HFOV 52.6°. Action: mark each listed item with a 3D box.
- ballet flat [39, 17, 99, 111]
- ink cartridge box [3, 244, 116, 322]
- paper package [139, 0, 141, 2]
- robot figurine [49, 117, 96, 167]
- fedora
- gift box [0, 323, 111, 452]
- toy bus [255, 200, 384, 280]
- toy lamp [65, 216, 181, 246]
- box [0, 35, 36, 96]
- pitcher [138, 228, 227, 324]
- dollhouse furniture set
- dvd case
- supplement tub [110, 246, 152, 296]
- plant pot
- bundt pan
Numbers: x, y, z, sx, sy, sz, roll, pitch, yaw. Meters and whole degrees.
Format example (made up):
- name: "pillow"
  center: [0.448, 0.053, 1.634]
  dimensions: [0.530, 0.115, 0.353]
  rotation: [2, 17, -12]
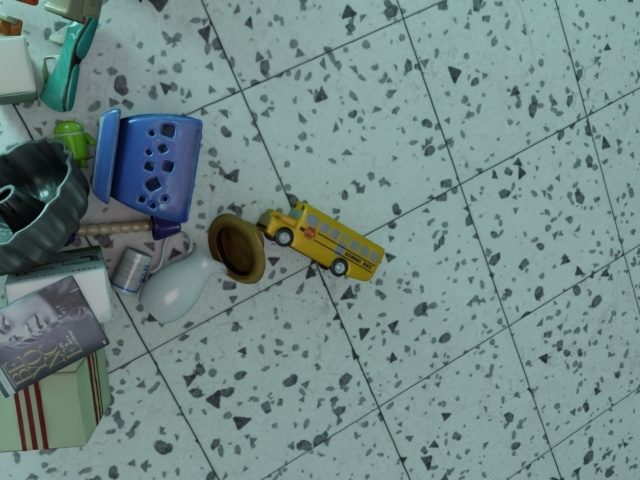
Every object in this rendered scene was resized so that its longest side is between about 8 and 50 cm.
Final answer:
- name: "ballet flat"
  center: [-0.572, -0.414, 1.452]
  dimensions: [0.087, 0.083, 0.247]
  rotation: [18, 91, -9]
- name: "ink cartridge box"
  center: [-0.572, 0.104, 1.431]
  dimensions: [0.201, 0.278, 0.117]
  rotation: [-10, 103, -20]
- name: "paper package"
  center: [-0.438, -0.754, 1.397]
  dimensions: [0.324, 0.168, 0.310]
  rotation: [34, 85, -22]
- name: "robot figurine"
  center: [-0.573, -0.222, 1.489]
  dimensions: [0.101, 0.067, 0.115]
  rotation: [-20, 108, -46]
- name: "fedora"
  center: [-0.197, 0.014, 1.650]
  dimensions: [0.079, 0.194, 0.194]
  rotation: [-35, 114, -49]
- name: "gift box"
  center: [-0.628, 0.294, 1.466]
  dimensions: [0.255, 0.276, 0.258]
  rotation: [-4, 105, -7]
- name: "toy bus"
  center: [0.000, 0.000, 1.727]
  dimensions: [0.332, 0.108, 0.130]
  rotation: [29, 88, -23]
- name: "toy lamp"
  center: [-0.475, -0.030, 1.555]
  dimensions: [0.274, 0.080, 0.080]
  rotation: [-7, 102, -19]
- name: "box"
  center: [-0.639, -0.343, 1.329]
  dimensions: [0.094, 0.275, 0.113]
  rotation: [-12, 104, -21]
- name: "pitcher"
  center: [-0.363, 0.088, 1.607]
  dimensions: [0.178, 0.125, 0.207]
  rotation: [44, 77, 7]
- name: "dollhouse furniture set"
  center: [-0.606, -0.536, 1.355]
  dimensions: [0.259, 0.135, 0.262]
  rotation: [19, 107, 4]
- name: "dvd case"
  center: [-0.560, 0.190, 1.289]
  dimensions: [0.221, 0.018, 0.165]
  rotation: [-27, 106, -14]
- name: "supplement tub"
  center: [-0.463, 0.077, 1.582]
  dimensions: [0.071, 0.071, 0.107]
  rotation: [24, 91, -23]
- name: "plant pot"
  center: [-0.403, -0.182, 1.471]
  dimensions: [0.212, 0.236, 0.236]
  rotation: [8, 98, -22]
- name: "bundt pan"
  center: [-0.632, -0.060, 1.379]
  dimensions: [0.331, 0.331, 0.124]
  rotation: [-42, 137, -10]
